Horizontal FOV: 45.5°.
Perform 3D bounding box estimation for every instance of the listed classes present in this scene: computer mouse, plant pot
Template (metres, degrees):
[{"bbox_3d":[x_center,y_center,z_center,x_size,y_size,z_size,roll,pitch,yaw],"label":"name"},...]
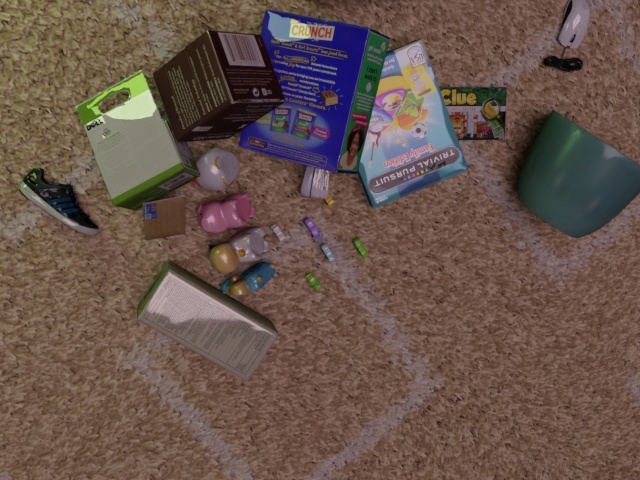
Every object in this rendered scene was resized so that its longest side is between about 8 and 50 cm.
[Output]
[{"bbox_3d":[0.644,-0.530,1.947,0.106,0.042,0.193,12,98,-14],"label":"computer mouse"},{"bbox_3d":[0.636,-0.149,1.904,0.293,0.293,0.235,27,107,-16],"label":"plant pot"}]

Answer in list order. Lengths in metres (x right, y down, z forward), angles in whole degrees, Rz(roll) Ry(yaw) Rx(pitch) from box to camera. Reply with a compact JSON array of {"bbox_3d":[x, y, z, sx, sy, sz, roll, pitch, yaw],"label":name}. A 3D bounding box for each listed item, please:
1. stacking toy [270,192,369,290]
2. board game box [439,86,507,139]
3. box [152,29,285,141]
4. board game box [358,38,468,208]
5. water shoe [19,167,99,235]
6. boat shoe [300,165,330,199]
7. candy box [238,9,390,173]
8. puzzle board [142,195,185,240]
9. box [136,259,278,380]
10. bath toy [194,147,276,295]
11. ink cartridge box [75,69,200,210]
[{"bbox_3d":[0.000,0.000,1.901,0.167,0.052,0.221,-36,107,-4],"label":"stacking toy"},{"bbox_3d":[0.345,-0.321,1.928,0.260,0.030,0.136,-3,99,-12],"label":"board game box"},{"bbox_3d":[-0.221,-0.332,1.658,0.168,0.203,0.167,-14,82,-50],"label":"box"},{"bbox_3d":[0.181,-0.281,1.850,0.254,0.079,0.336,-23,103,0],"label":"board game box"},{"bbox_3d":[-0.583,-0.088,1.740,0.203,0.073,0.080,35,89,-17],"label":"water shoe"},{"bbox_3d":[0.012,-0.209,1.837,0.076,0.083,0.226,13,98,5],"label":"boat shoe"},{"bbox_3d":[-0.018,-0.335,1.723,0.268,0.122,0.317,18,103,24],"label":"candy box"},{"bbox_3d":[-0.366,-0.053,1.786,0.096,0.011,0.128,-11,142,-17],"label":"puzzle board"},{"bbox_3d":[-0.272,0.193,1.840,0.311,0.121,0.148,34,92,-17],"label":"box"},{"bbox_3d":[-0.229,-0.045,1.808,0.151,0.129,0.348,-37,116,-50],"label":"bath toy"},{"bbox_3d":[-0.412,-0.224,1.722,0.189,0.097,0.255,-26,79,11],"label":"ink cartridge box"}]
